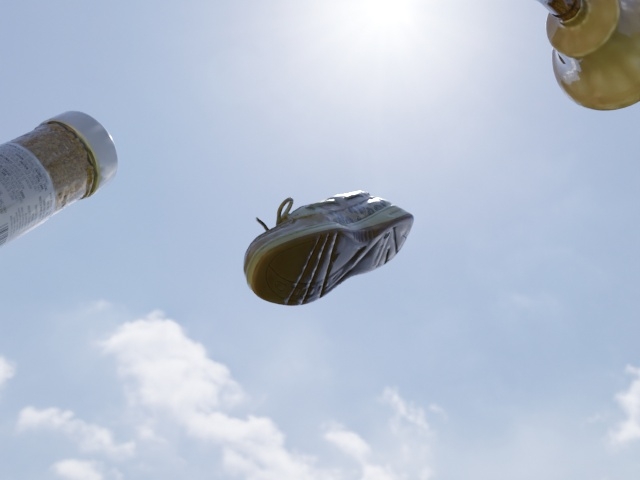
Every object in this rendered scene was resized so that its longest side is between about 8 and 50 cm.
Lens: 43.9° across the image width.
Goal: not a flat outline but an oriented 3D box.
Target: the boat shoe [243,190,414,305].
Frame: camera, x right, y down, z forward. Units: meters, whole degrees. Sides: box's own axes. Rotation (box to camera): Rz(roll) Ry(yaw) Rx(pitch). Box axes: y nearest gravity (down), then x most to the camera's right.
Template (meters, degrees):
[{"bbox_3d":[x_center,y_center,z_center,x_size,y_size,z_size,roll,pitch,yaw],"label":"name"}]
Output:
[{"bbox_3d":[0.000,0.000,0.926,0.089,0.285,0.105,38,-62,25],"label":"boat shoe"}]

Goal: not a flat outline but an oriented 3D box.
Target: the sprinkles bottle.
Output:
[{"bbox_3d":[-0.414,-0.055,1.009,0.121,0.355,0.121,14,-58,22],"label":"sprinkles bottle"}]

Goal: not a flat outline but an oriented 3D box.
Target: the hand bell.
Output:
[{"bbox_3d":[0.200,-0.198,0.658,0.126,0.126,0.242,-21,-20,37],"label":"hand bell"}]
